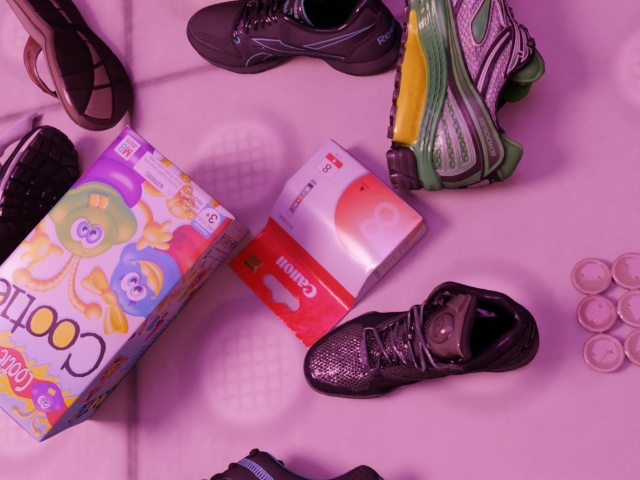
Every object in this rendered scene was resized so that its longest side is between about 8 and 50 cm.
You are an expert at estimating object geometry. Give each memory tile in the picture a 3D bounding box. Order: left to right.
[{"bbox_3d":[0.313,0.061,0.682,0.148,0.012,0.113,-8,70,14],"label":"memory tile"}]

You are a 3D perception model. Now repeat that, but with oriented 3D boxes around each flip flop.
[{"bbox_3d":[-0.332,-0.232,0.928,0.080,0.112,0.277,-49,66,25],"label":"flip flop"}]

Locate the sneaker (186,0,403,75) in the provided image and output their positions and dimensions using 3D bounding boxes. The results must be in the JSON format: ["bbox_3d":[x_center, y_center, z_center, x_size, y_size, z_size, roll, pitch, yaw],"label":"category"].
[{"bbox_3d":[-0.040,-0.254,0.843,0.267,0.106,0.101,5,76,19],"label":"sneaker"}]

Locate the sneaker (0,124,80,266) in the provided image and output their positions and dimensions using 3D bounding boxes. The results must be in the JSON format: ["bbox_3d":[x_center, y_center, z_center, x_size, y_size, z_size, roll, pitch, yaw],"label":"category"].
[{"bbox_3d":[-0.388,-0.010,0.864,0.124,0.107,0.283,10,75,25],"label":"sneaker"}]

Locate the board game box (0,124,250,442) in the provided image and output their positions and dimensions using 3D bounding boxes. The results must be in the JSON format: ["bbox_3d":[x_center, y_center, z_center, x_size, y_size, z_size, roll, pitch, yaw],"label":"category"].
[{"bbox_3d":[-0.220,0.043,0.753,0.142,0.144,0.275,40,86,4],"label":"board game box"}]

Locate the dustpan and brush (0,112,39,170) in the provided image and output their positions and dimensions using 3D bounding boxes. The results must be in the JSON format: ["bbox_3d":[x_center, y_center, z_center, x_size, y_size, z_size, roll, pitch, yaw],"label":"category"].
[{"bbox_3d":[-0.416,-0.085,0.903,0.060,0.147,0.211,43,59,7],"label":"dustpan and brush"}]

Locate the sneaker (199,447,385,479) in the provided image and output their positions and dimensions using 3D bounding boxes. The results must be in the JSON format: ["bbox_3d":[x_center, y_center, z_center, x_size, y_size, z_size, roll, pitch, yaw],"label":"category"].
[{"bbox_3d":[-0.093,0.273,0.691,0.341,0.125,0.139,1,45,19],"label":"sneaker"}]

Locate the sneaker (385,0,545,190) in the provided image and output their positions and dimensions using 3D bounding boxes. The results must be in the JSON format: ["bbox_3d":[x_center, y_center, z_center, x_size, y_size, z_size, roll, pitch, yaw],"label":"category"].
[{"bbox_3d":[0.158,-0.212,0.771,0.146,0.134,0.343,6,80,9],"label":"sneaker"}]

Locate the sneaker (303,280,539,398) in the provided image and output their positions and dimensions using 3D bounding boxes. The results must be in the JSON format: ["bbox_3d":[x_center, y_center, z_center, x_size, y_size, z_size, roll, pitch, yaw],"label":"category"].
[{"bbox_3d":[0.082,0.090,0.677,0.228,0.130,0.087,-9,68,15],"label":"sneaker"}]

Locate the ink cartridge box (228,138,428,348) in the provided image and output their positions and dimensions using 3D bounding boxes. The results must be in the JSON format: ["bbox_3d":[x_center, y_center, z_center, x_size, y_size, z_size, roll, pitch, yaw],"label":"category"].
[{"bbox_3d":[0.000,0.000,0.778,0.179,0.045,0.145,-45,65,-4],"label":"ink cartridge box"}]
